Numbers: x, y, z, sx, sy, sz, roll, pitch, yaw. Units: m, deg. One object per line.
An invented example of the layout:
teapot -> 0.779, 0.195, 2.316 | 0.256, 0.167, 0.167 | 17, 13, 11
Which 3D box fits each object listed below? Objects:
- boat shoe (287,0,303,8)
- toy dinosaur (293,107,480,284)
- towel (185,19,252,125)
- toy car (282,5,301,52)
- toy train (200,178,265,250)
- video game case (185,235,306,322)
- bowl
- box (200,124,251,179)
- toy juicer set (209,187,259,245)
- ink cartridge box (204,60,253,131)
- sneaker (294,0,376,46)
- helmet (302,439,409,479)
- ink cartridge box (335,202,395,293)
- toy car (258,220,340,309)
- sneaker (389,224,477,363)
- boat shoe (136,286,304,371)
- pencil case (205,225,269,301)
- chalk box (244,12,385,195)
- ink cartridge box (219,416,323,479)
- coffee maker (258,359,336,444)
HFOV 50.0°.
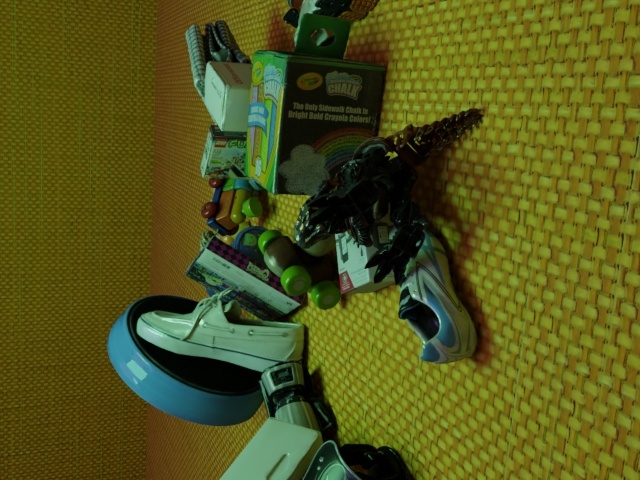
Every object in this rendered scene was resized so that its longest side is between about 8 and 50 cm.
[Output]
boat shoe -> -0.032, -0.520, 1.374 | 0.137, 0.049, 0.043 | -63, 37, 39
toy dinosaur -> 0.072, -0.081, 0.961 | 0.218, 0.164, 0.322 | -78, 14, -51
towel -> -0.182, -0.324, 1.510 | 0.235, 0.121, 0.284 | -109, -4, -46
toy car -> -0.060, -0.433, 1.426 | 0.122, 0.060, 0.041 | 119, 158, -45
toy train -> -0.198, -0.058, 1.603 | 0.143, 0.105, 0.248 | -14, 53, 33
video game case -> -0.168, 0.093, 1.495 | 0.042, 0.232, 0.210 | -64, 11, -27
bowl -> -0.292, 0.263, 1.591 | 0.077, 0.391, 0.391 | -60, 33, 19
box -> -0.135, -0.178, 1.414 | 0.114, 0.206, 0.036 | 113, 147, -43
toy juicer set -> -0.236, -0.109, 1.803 | 0.329, 0.089, 0.209 | 116, 146, -45
ink cartridge box -> -0.101, -0.275, 1.320 | 0.159, 0.217, 0.092 | -124, 40, -53
sneaker -> 0.019, -0.435, 1.200 | 0.262, 0.099, 0.121 | 158, 114, -64
helmet -> 0.048, 0.401, 1.060 | 0.162, 0.169, 0.169 | -65, 31, 17
ink cartridge box -> 0.073, 0.003, 1.114 | 0.109, 0.063, 0.151 | 146, 121, -63
toy car -> 0.000, 0.000, 1.259 | 0.188, 0.149, 0.155 | -52, 39, 12
sneaker -> 0.136, 0.062, 0.943 | 0.085, 0.086, 0.237 | 110, 151, -43
boat shoe -> -0.208, 0.168, 1.455 | 0.136, 0.366, 0.157 | -22, -56, -76
pencil case -> -0.182, 0.069, 1.646 | 0.119, 0.133, 0.306 | -61, 10, -28
chalk box -> -0.014, -0.233, 1.171 | 0.179, 0.180, 0.289 | -143, 58, -61
ink cartridge box -> -0.069, 0.473, 1.170 | 0.114, 0.197, 0.273 | 9, 124, 29
coffee maker -> -0.058, 0.351, 1.357 | 0.171, 0.120, 0.178 | 113, 148, -45
